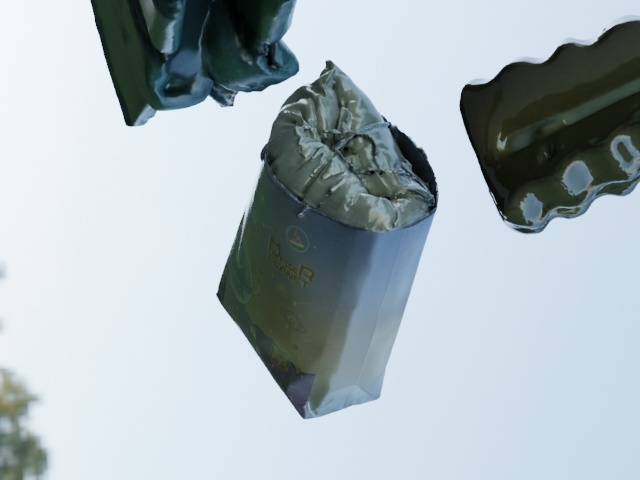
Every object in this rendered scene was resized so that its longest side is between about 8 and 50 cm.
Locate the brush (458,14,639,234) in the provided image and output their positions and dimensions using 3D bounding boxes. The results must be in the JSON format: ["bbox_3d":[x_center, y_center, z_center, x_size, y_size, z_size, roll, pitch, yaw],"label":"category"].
[{"bbox_3d":[0.214,-0.097,0.771,0.071,0.301,0.084,47,20,-73],"label":"brush"}]

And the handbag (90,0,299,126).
[{"bbox_3d":[-0.060,-0.190,0.650,0.326,0.089,0.238,138,-60,-75],"label":"handbag"}]

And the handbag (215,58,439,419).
[{"bbox_3d":[0.000,0.000,0.877,0.117,0.095,0.173,50,-41,34],"label":"handbag"}]
